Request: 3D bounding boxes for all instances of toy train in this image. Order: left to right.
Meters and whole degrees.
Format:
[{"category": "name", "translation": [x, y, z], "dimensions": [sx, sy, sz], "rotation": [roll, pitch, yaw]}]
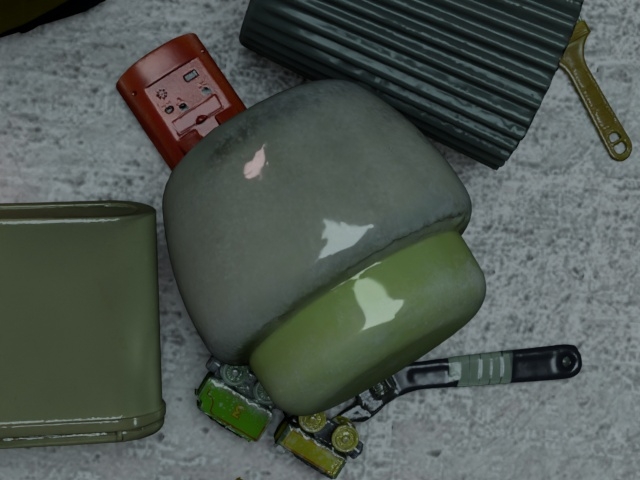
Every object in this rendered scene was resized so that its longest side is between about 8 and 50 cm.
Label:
[{"category": "toy train", "translation": [-0.048, 0.199, 1.837], "dimensions": [0.202, 0.060, 0.081], "rotation": [32, 92, -5]}]

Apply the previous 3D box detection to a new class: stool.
[{"category": "stool", "translation": [0.102, -0.273, 1.836], "dimensions": [0.330, 0.297, 0.297], "rotation": [21, 78, -3]}]

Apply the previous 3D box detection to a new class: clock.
[{"category": "clock", "translation": [-0.148, -0.151, 1.874], "dimensions": [0.113, 0.061, 0.155], "rotation": [-34, 87, -14]}]

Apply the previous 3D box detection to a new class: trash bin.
[{"category": "trash bin", "translation": [-0.285, 0.087, 1.739], "dimensions": [0.243, 0.121, 0.247], "rotation": [-1, 102, -12]}]

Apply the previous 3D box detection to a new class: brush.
[{"category": "brush", "translation": [0.322, -0.195, 2.002], "dimensions": [0.082, 0.010, 0.218], "rotation": [-29, 89, -15]}]

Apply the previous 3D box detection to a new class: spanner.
[{"category": "spanner", "translation": [0.157, 0.158, 1.908], "dimensions": [0.315, 0.024, 0.087], "rotation": [-3, 83, -13]}]

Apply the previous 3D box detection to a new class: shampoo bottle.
[{"category": "shampoo bottle", "translation": [0.000, 0.000, 1.745], "dimensions": [0.322, 0.322, 0.317], "rotation": [-26, 80, -14]}]

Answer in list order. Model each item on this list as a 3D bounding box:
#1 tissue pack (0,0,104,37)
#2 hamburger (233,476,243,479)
[{"category": "tissue pack", "translation": [-0.344, -0.371, 1.683], "dimensions": [0.264, 0.416, 0.253], "rotation": [-23, 87, -14]}, {"category": "hamburger", "translation": [-0.122, 0.399, 1.706], "dimensions": [0.291, 0.225, 0.291], "rotation": [4, 79, -18]}]
